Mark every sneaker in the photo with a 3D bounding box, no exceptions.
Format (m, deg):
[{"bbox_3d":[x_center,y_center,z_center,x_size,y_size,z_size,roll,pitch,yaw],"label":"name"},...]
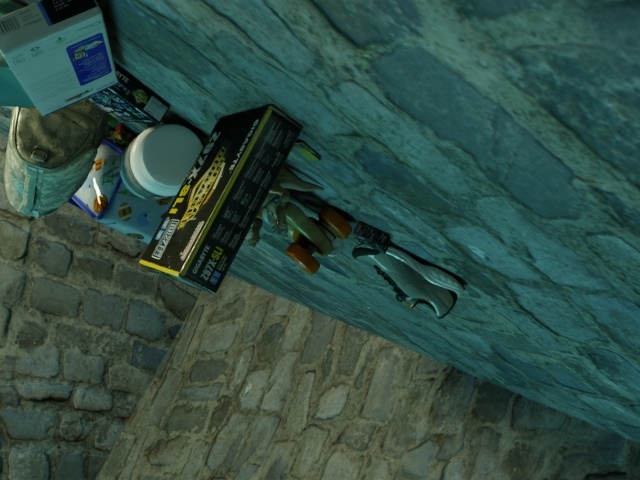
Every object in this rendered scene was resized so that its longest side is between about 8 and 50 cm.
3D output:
[{"bbox_3d":[0.188,0.086,1.734,0.271,0.108,0.100,27,171,17],"label":"sneaker"}]

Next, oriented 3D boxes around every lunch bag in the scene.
[{"bbox_3d":[-0.560,-0.147,2.184,0.385,0.239,0.327,35,-178,41],"label":"lunch bag"},{"bbox_3d":[-0.647,-0.216,1.812,0.212,0.256,0.305,24,151,-14],"label":"lunch bag"}]

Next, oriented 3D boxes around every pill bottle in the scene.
[{"bbox_3d":[-0.363,-0.178,1.740,0.161,0.161,0.283,32,169,-19],"label":"pill bottle"},{"bbox_3d":[0.000,0.000,1.908,0.067,0.067,0.120,35,167,-33],"label":"pill bottle"}]

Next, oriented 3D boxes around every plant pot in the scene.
[{"bbox_3d":[-0.586,-0.359,1.479,0.234,0.166,0.165,17,165,34],"label":"plant pot"}]

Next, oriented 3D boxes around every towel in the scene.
[{"bbox_3d":[-0.040,-0.166,1.392,0.060,0.009,0.083,35,168,-36],"label":"towel"}]

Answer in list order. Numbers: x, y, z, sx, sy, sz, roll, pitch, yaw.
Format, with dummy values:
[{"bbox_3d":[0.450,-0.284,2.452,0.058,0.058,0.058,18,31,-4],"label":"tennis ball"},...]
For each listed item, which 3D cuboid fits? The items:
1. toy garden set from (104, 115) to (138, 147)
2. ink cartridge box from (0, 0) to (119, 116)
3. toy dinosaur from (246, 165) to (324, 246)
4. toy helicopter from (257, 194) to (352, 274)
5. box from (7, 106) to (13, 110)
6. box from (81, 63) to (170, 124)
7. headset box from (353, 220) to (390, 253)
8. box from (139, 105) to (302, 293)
[{"bbox_3d":[-0.608,-0.317,2.011,0.244,0.049,0.204,18,165,45],"label":"toy garden set"},{"bbox_3d":[-0.443,-0.314,1.299,0.065,0.165,0.332,61,167,2],"label":"ink cartridge box"},{"bbox_3d":[-0.154,-0.105,1.561,0.127,0.295,0.200,59,-171,-54],"label":"toy dinosaur"},{"bbox_3d":[-0.108,-0.088,1.717,0.355,0.140,0.235,44,173,-20],"label":"toy helicopter"},{"bbox_3d":[-0.840,-0.423,1.944,0.275,0.113,0.094,29,171,5],"label":"box"},{"bbox_3d":[-0.440,-0.314,1.598,0.175,0.051,0.220,37,167,-37],"label":"box"},{"bbox_3d":[0.111,-0.008,1.687,0.083,0.032,0.062,26,168,17],"label":"headset box"},{"bbox_3d":[-0.183,-0.074,1.345,0.079,0.322,0.257,31,170,-24],"label":"box"}]
